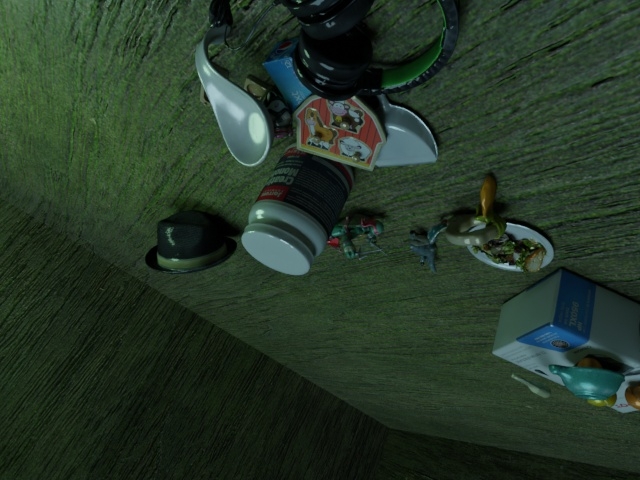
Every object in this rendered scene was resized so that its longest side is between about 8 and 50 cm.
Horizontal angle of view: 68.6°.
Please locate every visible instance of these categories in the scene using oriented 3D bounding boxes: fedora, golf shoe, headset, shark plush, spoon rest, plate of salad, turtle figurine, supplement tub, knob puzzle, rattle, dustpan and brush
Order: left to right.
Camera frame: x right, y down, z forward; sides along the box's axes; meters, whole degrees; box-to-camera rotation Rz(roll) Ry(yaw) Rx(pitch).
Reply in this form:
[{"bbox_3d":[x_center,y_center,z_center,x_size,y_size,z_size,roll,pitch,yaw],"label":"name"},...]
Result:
[{"bbox_3d":[-0.464,-0.011,1.640,0.333,0.334,0.153,7,118,31],"label":"fedora"},{"bbox_3d":[-0.168,-0.272,0.889,0.137,0.084,0.277,-27,83,48],"label":"spoon rest"},{"bbox_3d":[-0.090,-0.267,0.972,0.067,0.186,0.086,-7,112,-10],"label":"golf shoe"},{"bbox_3d":[-0.050,-0.078,1.097,0.190,0.273,0.191,19,152,11],"label":"supplement tub"},{"bbox_3d":[0.017,-0.360,0.743,0.393,0.186,0.243,4,153,7],"label":"headset"},{"bbox_3d":[0.035,-0.214,0.910,0.212,0.030,0.213,16,150,10],"label":"knob puzzle"},{"bbox_3d":[0.094,-0.018,1.266,0.234,0.118,0.175,4,-173,38],"label":"turtle figurine"},{"bbox_3d":[0.135,-0.235,0.918,0.147,0.061,0.211,2,151,36],"label":"dustpan and brush"},{"bbox_3d":[0.272,0.036,1.254,0.073,0.067,0.161,10,149,26],"label":"shark plush"},{"bbox_3d":[0.307,-0.066,1.051,0.143,0.130,0.199,53,170,-25],"label":"rattle"},{"bbox_3d":[0.444,0.026,1.116,0.199,0.048,0.200,20,153,10],"label":"plate of salad"}]

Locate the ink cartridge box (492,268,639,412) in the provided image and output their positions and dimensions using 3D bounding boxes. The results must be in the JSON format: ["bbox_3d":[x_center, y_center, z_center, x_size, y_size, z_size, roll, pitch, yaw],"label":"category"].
[{"bbox_3d":[0.699,0.268,1.200,0.394,0.166,0.286,24,152,2],"label":"ink cartridge box"}]

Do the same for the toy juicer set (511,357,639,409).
[{"bbox_3d":[0.629,0.330,1.105,0.328,0.090,0.209,1,156,24],"label":"toy juicer set"}]

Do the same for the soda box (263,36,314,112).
[{"bbox_3d":[-0.021,-0.288,0.926,0.071,0.067,0.210,4,146,35],"label":"soda box"}]

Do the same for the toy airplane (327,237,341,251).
[{"bbox_3d":[0.000,0.000,1.462,0.151,0.028,0.151,20,154,10],"label":"toy airplane"}]

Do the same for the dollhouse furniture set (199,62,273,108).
[{"bbox_3d":[-0.210,-0.287,1.025,0.151,0.123,0.144,28,153,-6],"label":"dollhouse furniture set"}]
